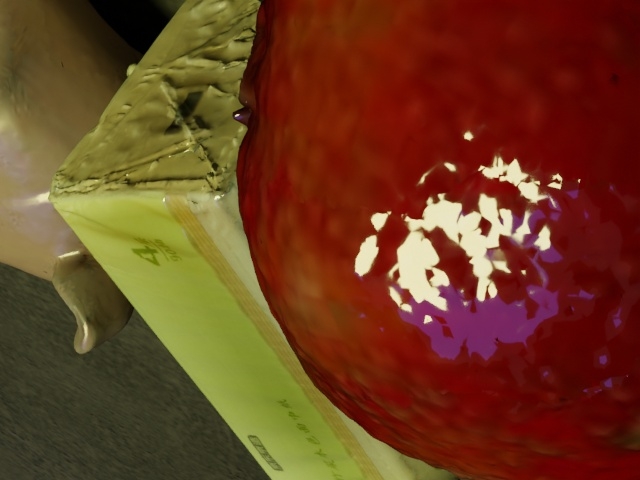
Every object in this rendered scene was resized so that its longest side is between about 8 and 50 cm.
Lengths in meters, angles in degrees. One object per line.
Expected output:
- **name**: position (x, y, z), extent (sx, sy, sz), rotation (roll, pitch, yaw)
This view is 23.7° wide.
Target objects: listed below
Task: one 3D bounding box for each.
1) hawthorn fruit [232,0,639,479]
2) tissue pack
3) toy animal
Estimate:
- **hawthorn fruit**: position (0.123, -0.037, 0.509), extent (0.307, 0.265, 0.265), rotation (7, 148, -2)
- **tissue pack**: position (0.000, 0.000, 0.746), extent (0.125, 0.159, 0.234), rotation (3, 140, 38)
- **toy animal**: position (-0.161, -0.079, 0.788), extent (0.250, 0.166, 0.154), rotation (42, 168, -11)
